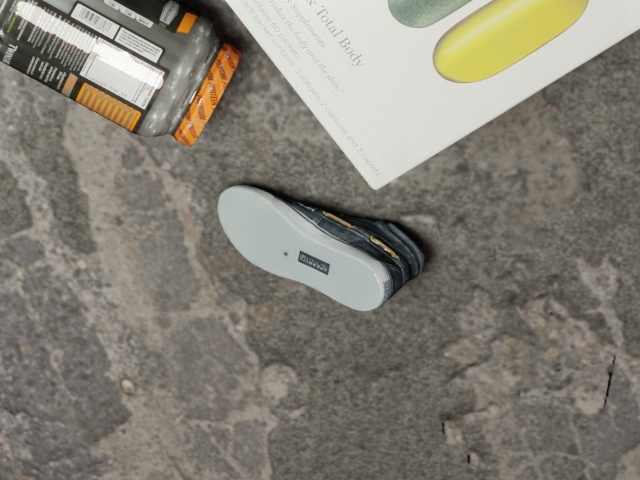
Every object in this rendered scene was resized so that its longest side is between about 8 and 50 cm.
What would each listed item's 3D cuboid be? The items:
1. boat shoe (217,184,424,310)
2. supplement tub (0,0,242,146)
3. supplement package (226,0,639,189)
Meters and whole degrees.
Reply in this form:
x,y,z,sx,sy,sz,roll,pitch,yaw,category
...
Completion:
x,y,z,sx,sy,sz,roll,pitch,yaw,category
0.000,0.000,1.642,0.183,0.083,0.065,30,122,23,boat shoe
-0.168,-0.162,1.543,0.190,0.117,0.117,28,119,-8,supplement tub
0.099,-0.215,1.426,0.263,0.198,0.199,-31,109,22,supplement package
